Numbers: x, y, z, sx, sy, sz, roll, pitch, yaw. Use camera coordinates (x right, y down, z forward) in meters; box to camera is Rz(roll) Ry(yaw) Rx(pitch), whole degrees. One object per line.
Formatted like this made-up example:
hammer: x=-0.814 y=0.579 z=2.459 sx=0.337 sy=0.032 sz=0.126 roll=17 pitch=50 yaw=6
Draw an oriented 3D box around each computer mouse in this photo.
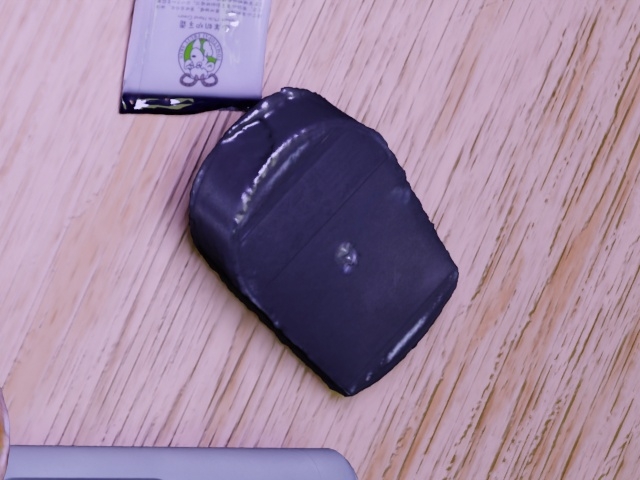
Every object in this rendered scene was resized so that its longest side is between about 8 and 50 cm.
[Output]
computer mouse: x=-0.003 y=-0.002 z=1.481 sx=0.168 sy=0.087 sz=0.295 roll=-46 pitch=131 yaw=-11

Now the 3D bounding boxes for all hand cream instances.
hand cream: x=-0.080 y=-0.259 z=1.400 sx=0.121 sy=0.076 sz=0.336 roll=2 pitch=105 yaw=-25

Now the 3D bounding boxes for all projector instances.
projector: x=-0.133 y=0.215 z=1.435 sx=0.337 sy=0.108 sz=0.108 roll=5 pitch=98 yaw=-31

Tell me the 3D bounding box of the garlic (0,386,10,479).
garlic: x=-0.326 y=0.104 z=1.269 sx=0.245 sy=0.164 sz=0.145 roll=40 pitch=88 yaw=-8
